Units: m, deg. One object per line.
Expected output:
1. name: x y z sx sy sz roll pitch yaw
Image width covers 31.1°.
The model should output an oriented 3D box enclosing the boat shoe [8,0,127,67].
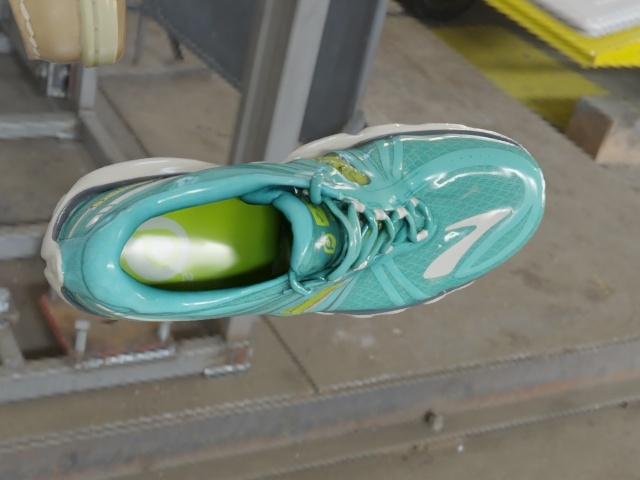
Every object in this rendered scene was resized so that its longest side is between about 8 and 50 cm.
1. boat shoe: -0.150 -0.194 0.384 0.098 0.302 0.109 -23 20 -11

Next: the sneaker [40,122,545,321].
1. sneaker: 0.000 0.000 0.589 0.275 0.107 0.110 -10 7 -20
